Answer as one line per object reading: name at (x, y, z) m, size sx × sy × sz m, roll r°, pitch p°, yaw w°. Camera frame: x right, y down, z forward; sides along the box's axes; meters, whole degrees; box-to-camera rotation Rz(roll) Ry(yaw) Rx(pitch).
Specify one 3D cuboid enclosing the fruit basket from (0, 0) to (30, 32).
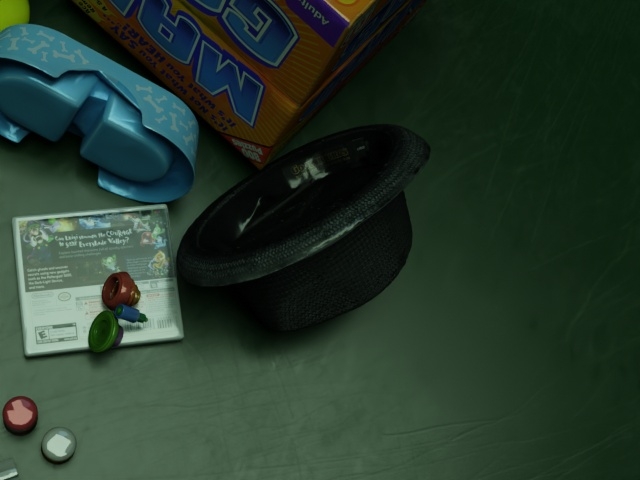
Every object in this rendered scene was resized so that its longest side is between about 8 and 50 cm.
fruit basket at (-0.455, -0.410, 1.476) m, size 0.392 × 0.392 × 0.283 m, roll -1°, pitch 40°, yaw -14°

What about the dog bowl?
dog bowl at (-0.277, -0.154, 1.459) m, size 0.297 × 0.166 × 0.074 m, roll 28°, pitch 56°, yaw -16°

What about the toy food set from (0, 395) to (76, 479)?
toy food set at (-0.388, 0.236, 1.350) m, size 0.232 × 0.104 × 0.111 m, roll -16°, pitch 78°, yaw -17°

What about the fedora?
fedora at (0.000, 0.000, 1.463) m, size 0.334 × 0.334 × 0.152 m, roll -36°, pitch 114°, yaw -20°

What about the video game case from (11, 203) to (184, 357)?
video game case at (-0.270, 0.047, 1.482) m, size 0.190 × 0.022 × 0.173 m, roll -5°, pitch 75°, yaw -14°

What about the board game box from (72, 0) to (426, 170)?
board game box at (-0.050, -0.381, 1.464) m, size 0.356 × 0.356 × 0.356 m, roll 42°, pitch 61°, yaw 1°

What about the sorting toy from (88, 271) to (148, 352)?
sorting toy at (-0.235, 0.088, 1.443) m, size 0.042 × 0.061 × 0.102 m, roll 24°, pitch 74°, yaw -41°
